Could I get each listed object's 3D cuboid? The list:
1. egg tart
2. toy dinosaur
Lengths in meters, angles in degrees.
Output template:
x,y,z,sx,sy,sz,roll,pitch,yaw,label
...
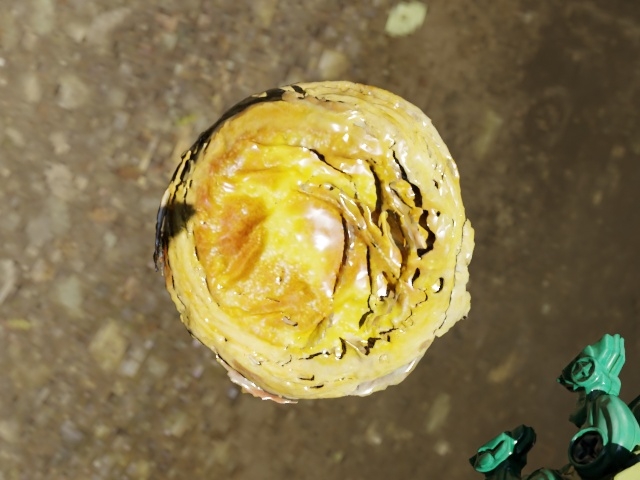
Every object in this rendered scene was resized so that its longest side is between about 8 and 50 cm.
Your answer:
x,y,z,sx,sy,sz,roll,pitch,yaw,label
0.000,0.000,1.449,0.132,0.297,0.297,-80,-179,-74,egg tart
0.127,0.159,0.849,0.259,0.153,0.094,-37,129,20,toy dinosaur
